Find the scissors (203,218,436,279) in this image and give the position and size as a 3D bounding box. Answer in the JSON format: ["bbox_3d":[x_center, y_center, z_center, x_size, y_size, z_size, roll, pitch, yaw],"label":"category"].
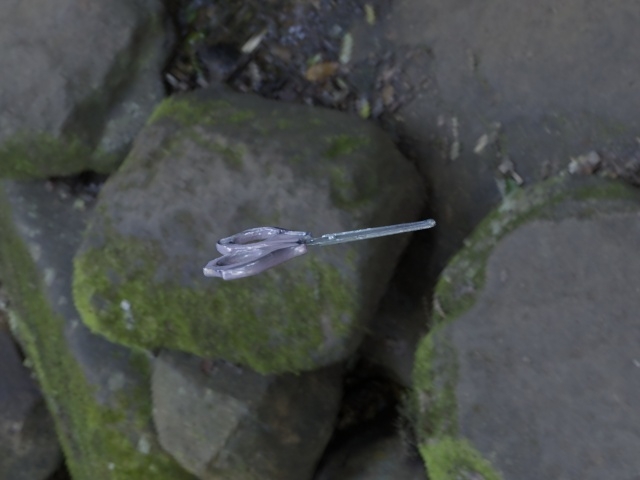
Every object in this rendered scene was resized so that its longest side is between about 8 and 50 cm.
[{"bbox_3d":[0.000,0.000,0.970,0.189,0.015,0.100,-10,19,12],"label":"scissors"}]
